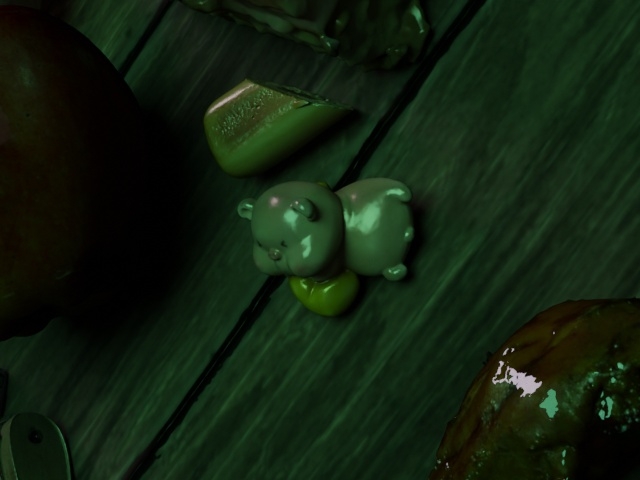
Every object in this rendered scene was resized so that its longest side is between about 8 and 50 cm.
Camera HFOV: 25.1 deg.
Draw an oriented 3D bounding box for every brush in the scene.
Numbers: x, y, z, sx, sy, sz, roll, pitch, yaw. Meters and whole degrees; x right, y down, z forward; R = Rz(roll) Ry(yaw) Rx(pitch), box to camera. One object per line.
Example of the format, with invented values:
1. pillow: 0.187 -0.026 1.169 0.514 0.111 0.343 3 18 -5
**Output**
1. brush: -0.192 0.278 1.002 0.065 0.070 0.328 -37 55 36

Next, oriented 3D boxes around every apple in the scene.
1. apple: -0.221 -0.045 1.022 0.234 0.234 0.234 -12 69 35

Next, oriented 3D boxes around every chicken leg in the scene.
1. chicken leg: 0.081 0.142 0.807 0.304 0.093 0.113 -45 19 20

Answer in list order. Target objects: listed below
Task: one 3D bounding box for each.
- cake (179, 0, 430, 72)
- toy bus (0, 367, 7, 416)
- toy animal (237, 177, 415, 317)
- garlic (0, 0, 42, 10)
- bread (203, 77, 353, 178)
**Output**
1. cake: -0.084 -0.305 0.934 0.314 0.306 0.293 19 87 39
2. toy bus: -0.308 0.121 1.151 0.130 0.037 0.052 -4 72 36
3. toy animal: 0.000 0.000 0.921 0.114 0.082 0.091 0 78 37
4. garlic: -0.375 -0.170 1.186 0.321 0.241 0.322 3 96 26
5. bread: -0.030 -0.088 0.991 0.103 0.049 0.062 -33 67 25
